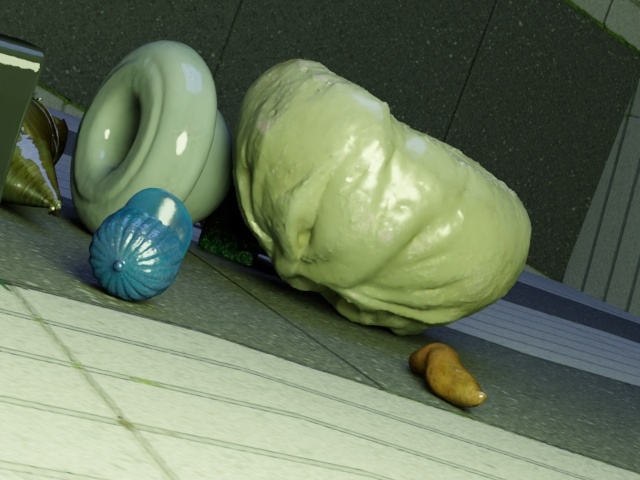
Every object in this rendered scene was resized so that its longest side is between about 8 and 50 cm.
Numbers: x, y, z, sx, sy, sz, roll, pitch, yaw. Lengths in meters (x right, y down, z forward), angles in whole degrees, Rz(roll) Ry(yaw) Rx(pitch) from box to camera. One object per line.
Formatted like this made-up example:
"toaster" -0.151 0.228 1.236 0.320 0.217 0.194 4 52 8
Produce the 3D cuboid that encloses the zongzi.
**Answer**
"zongzi" -0.291 -0.081 1.595 0.242 0.112 0.221 31 7 25

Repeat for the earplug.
"earplug" -0.171 -0.094 1.645 0.175 0.214 0.325 20 -3 -5

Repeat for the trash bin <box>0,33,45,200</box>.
"trash bin" -0.357 -0.110 1.238 0.226 0.165 0.115 15 6 -29

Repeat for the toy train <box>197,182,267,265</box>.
"toy train" 0.000 0.000 1.896 0.298 0.120 0.194 20 11 1

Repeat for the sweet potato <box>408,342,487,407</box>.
"sweet potato" 0.107 0.113 1.377 0.044 0.044 0.179 19 4 -17

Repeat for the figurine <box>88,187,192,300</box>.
"figurine" -0.151 0.006 1.287 0.087 0.086 0.149 -16 1 -11

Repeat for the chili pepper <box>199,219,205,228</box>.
"chili pepper" -0.126 -0.041 2.121 0.073 0.070 0.123 4 2 16

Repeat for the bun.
"bun" 0.051 -0.030 1.667 0.365 0.219 0.365 34 3 -2
